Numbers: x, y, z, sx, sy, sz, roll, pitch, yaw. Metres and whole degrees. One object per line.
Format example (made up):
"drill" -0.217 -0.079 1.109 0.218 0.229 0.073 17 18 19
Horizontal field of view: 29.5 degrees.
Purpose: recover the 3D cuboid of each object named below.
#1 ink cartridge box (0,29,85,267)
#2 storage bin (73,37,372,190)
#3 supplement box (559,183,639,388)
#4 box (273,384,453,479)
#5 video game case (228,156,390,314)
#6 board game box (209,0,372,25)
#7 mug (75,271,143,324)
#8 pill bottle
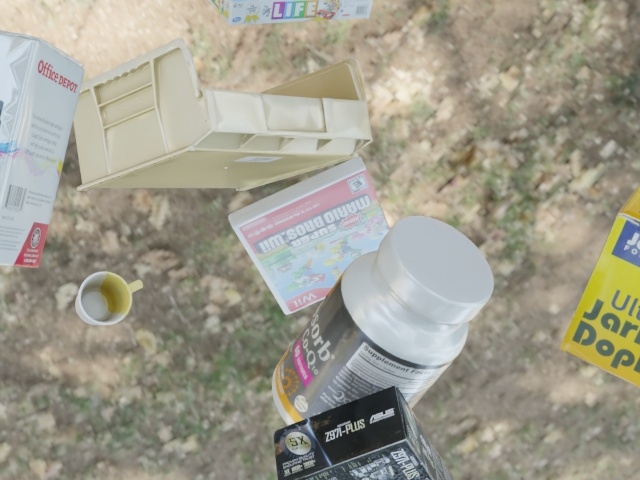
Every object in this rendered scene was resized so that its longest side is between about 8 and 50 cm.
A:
"ink cartridge box" -0.255 -0.071 0.963 0.072 0.127 0.175 13 88 7
"storage bin" -0.119 -0.141 1.430 0.262 0.123 0.260 -1 171 -44
"supplement box" 0.462 0.033 1.517 0.356 0.194 0.195 -35 147 -57
"box" 0.053 0.259 1.314 0.147 0.077 0.180 -22 130 12
"video game case" 0.000 0.000 1.795 0.204 0.025 0.285 -24 148 1
"board game box" -0.039 -0.253 1.220 0.154 0.103 0.026 -8 128 -26
"mug" -0.252 0.074 1.430 0.078 0.062 0.064 10 164 -21
"pill bottle" 0.070 0.111 1.398 0.162 0.162 0.278 5 135 -34
